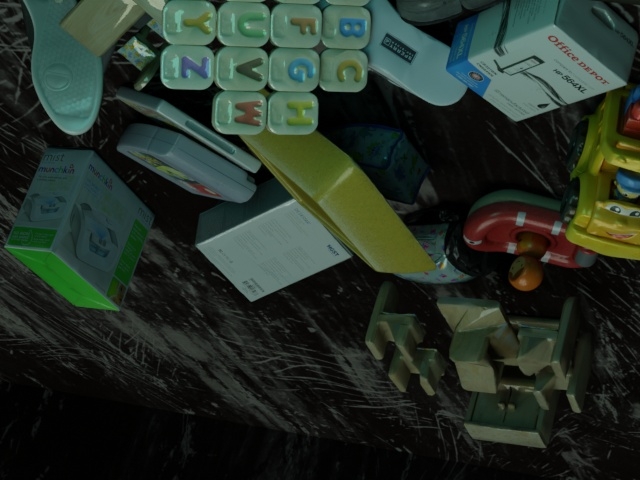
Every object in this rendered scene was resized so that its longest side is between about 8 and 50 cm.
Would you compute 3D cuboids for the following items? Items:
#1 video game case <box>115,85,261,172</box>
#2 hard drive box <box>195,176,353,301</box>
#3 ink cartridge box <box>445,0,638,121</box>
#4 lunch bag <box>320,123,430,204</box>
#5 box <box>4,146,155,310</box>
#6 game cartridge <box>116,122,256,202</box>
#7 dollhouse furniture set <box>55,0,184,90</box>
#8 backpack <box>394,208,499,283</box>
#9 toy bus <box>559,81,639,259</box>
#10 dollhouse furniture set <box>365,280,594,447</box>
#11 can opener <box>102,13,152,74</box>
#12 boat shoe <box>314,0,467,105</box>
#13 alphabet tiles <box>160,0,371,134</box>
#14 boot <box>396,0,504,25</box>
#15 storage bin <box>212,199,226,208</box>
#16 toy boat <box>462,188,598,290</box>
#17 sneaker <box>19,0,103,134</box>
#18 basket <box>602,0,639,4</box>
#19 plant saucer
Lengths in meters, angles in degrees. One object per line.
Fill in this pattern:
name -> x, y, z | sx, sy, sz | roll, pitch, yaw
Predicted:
video game case -> -0.225, -0.188, 2.125 | 0.206, 0.026, 0.227 | 32, 177, -28
hard drive box -> -0.082, -0.009, 2.308 | 0.232, 0.089, 0.181 | -24, 129, 24
ink cartridge box -> 0.291, -0.249, 1.663 | 0.148, 0.085, 0.203 | 31, 154, -27
lunch bag -> 0.082, -0.129, 2.071 | 0.151, 0.096, 0.129 | 16, 161, 33
box -> -0.475, -0.021, 2.514 | 0.127, 0.231, 0.262 | 5, 153, 28
game cartridge -> -0.249, -0.139, 2.214 | 0.196, 0.060, 0.294 | 34, 171, -24
dollhouse furniture set -> -0.270, -0.323, 1.704 | 0.212, 0.161, 0.242 | 40, 132, -19
backpack -> 0.211, 0.018, 2.263 | 0.182, 0.115, 0.152 | -2, 152, 44
toy bus -> 0.428, -0.114, 1.712 | 0.150, 0.220, 0.211 | 15, 150, 0
dollhouse furniture set -> 0.340, 0.187, 2.383 | 0.362, 0.256, 0.394 | 3, 148, 27
can opener -> -0.317, -0.320, 1.950 | 0.093, 0.074, 0.280 | 24, 156, -16
boat shoe -> 0.069, -0.289, 1.724 | 0.301, 0.108, 0.102 | 30, -179, -21
alphabet tiles -> -0.066, -0.277, 1.617 | 0.278, 0.284, 0.021 | 0, -169, -18
boot -> 0.069, -0.340, 1.547 | 0.338, 0.118, 0.222 | -2, 150, 25
storage bin -> -0.155, -0.022, 2.471 | 0.122, 0.084, 0.180 | 24, 155, -12
toy boat -> 0.350, 0.013, 2.108 | 0.231, 0.151, 0.151 | 14, 156, 8
sneaker -> -0.382, -0.283, 1.886 | 0.105, 0.295, 0.147 | -16, 168, -5
basket -> 0.326, -0.337, 1.379 | 0.227, 0.154, 0.204 | 7, 153, 32
plant saucer -> 0.004, -0.089, 2.015 | 0.333, 0.081, 0.333 | 43, 177, 41
